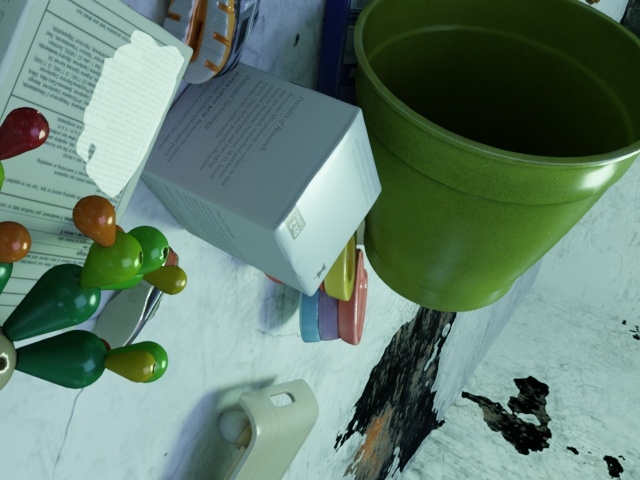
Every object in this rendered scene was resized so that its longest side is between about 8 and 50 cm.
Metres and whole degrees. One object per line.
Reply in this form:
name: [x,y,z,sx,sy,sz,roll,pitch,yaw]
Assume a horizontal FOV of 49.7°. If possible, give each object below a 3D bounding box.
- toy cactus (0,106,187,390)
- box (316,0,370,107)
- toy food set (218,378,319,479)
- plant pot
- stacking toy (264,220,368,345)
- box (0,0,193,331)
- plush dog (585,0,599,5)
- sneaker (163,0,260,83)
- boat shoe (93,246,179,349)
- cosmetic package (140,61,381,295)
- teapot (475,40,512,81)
toy cactus: [-0.175,0.037,0.405,0.180,0.112,0.219,-36,150,-13]
box: [0.045,-0.230,0.921,0.136,0.036,0.225,-25,126,-55]
toy food set: [-0.137,0.369,1.112,0.306,0.092,0.219,-60,157,9]
plant pot: [0.201,-0.097,0.918,0.366,0.366,0.353,-45,157,-36]
stacking toy: [0.000,0.000,1.055,0.309,0.130,0.280,78,17,-57]
box: [-0.214,-0.068,0.470,0.233,0.126,0.148,-66,155,3]
plush dog: [0.427,-0.521,1.207,0.211,0.225,0.262,-65,156,2]
sneaker: [-0.085,-0.250,0.632,0.215,0.084,0.083,-68,169,15]
boat shoe: [-0.194,0.066,0.739,0.137,0.049,0.043,-65,158,-11]
cosmetic package: [-0.058,-0.066,0.716,0.151,0.183,0.151,-57,155,-17]
teapot: [0.249,-0.354,1.081,0.252,0.187,0.256,-42,180,-4]
